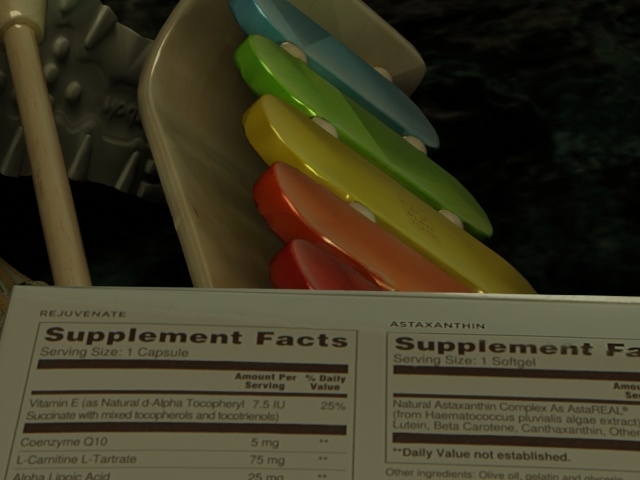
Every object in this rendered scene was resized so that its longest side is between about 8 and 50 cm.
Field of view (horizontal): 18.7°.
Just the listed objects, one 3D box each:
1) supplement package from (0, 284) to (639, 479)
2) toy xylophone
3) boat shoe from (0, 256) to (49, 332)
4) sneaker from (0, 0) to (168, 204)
[{"bbox_3d":[0.012,0.168,0.462,0.198,0.199,0.262,1,39,2],"label":"supplement package"},{"bbox_3d":[0.000,0.000,0.684,0.081,0.236,0.322,-42,46,17],"label":"toy xylophone"},{"bbox_3d":[-0.140,0.029,0.756,0.072,0.068,0.190,-4,42,-31],"label":"boat shoe"},{"bbox_3d":[-0.131,-0.074,0.777,0.095,0.235,0.090,22,84,28],"label":"sneaker"}]
